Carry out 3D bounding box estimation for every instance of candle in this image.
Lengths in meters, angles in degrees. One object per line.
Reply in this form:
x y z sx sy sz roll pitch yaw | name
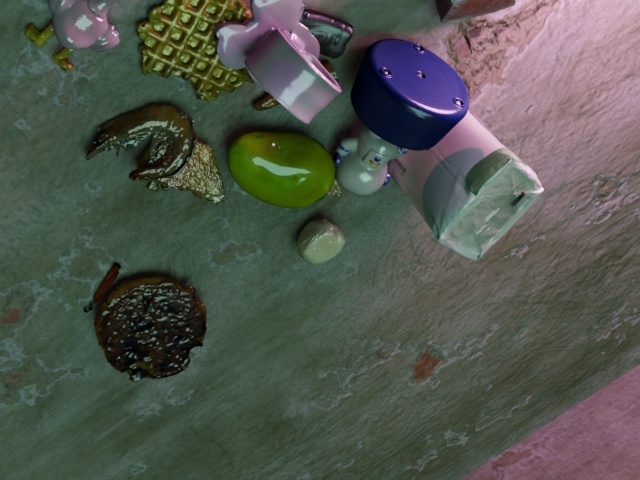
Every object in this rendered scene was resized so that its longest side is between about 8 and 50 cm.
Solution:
-0.554 0.125 2.087 0.026 0.021 0.167 23 114 -35 | candle

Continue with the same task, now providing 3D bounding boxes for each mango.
-0.097 -0.170 1.973 0.273 0.149 0.185 4 131 -20 | mango

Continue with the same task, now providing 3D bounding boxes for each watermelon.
0.365 -0.580 1.820 0.213 0.201 0.261 -19 136 1 | watermelon

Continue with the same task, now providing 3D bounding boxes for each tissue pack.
0.345 -0.162 2.034 0.194 0.356 0.266 28 111 -37 | tissue pack

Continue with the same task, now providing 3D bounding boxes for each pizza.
0.023 -0.140 2.131 0.083 0.025 0.078 -38 127 11 | pizza
-0.316 -0.174 1.929 0.226 0.069 0.147 11 103 -29 | pizza

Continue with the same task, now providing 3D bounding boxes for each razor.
-0.005 -0.467 1.839 0.148 0.054 0.090 14 122 -25 | razor

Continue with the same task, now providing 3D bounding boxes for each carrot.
-0.064 -0.351 1.910 0.210 0.061 0.061 -24 132 0 | carrot

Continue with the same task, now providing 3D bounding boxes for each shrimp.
-0.394 -0.206 1.835 0.253 0.058 0.173 -28 98 -1 | shrimp

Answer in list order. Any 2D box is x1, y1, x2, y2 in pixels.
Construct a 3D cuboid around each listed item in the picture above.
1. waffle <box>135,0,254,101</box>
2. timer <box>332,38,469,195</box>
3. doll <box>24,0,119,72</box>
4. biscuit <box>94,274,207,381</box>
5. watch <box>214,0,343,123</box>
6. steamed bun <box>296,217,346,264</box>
-0.255 -0.416 1.772 0.291 0.051 0.291 -12 128 -15 | waffle
0.150 -0.260 1.978 0.270 0.270 0.383 6 138 -28 | timer
-0.413 -0.485 1.618 0.365 0.094 0.160 -41 124 9 | doll
-0.446 0.228 2.179 0.289 0.081 0.334 -12 126 -15 | biscuit
-0.068 -0.374 1.711 0.211 0.217 0.248 -43 135 11 | watch
0.000 0.000 2.188 0.112 0.091 0.130 33 111 -34 | steamed bun
